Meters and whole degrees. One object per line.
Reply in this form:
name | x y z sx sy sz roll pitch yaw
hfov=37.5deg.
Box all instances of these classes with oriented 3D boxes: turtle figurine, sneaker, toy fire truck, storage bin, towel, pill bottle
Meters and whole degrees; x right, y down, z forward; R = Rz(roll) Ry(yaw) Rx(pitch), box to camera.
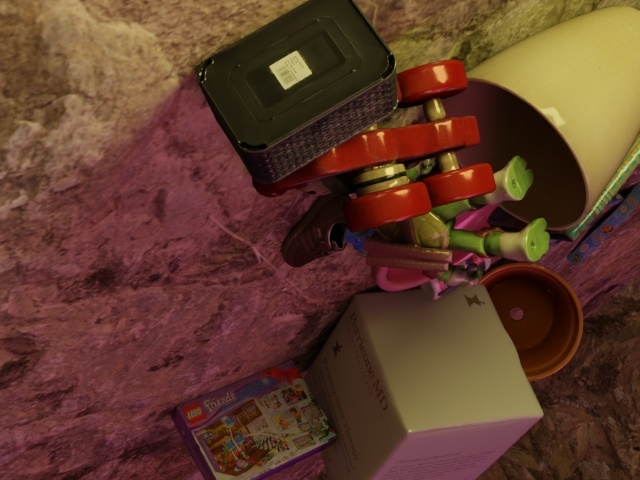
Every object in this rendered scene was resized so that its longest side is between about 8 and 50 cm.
turtle figurine | 0.196 -0.038 1.342 0.266 0.197 0.275 -7 165 41
sneaker | 0.000 0.000 1.446 0.066 0.071 0.188 -18 155 -35
toy fire truck | 0.049 -0.100 1.165 0.302 0.169 0.254 -17 -179 -42
storage bin | -0.021 -0.158 0.975 0.180 0.122 0.084 -31 160 -5
towel | 0.429 -0.152 1.448 0.370 0.040 0.271 -49 -167 -7
pill bottle | 0.273 0.029 1.865 0.180 0.108 0.108 -30 160 -10

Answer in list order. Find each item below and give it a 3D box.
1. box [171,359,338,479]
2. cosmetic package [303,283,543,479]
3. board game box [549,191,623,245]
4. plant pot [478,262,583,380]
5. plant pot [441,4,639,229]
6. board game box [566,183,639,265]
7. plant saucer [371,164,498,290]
box | -0.134 0.388 1.959 0.293 0.201 0.057 -18 154 -34
cosmetic package | 0.197 0.339 2.025 0.328 0.329 0.393 -3 143 -25
board game box | 0.634 -0.054 2.313 0.201 0.035 0.136 -17 155 -36
plant pot | 0.504 0.196 2.387 0.291 0.290 0.203 -35 176 8
plant pot | 0.348 -0.199 1.311 0.274 0.256 0.256 -42 164 -19
board game box | 0.737 -0.039 2.432 0.160 0.039 0.211 -39 170 -43
plant saucer | 0.221 -0.039 1.659 0.332 0.084 0.332 -28 157 -13
